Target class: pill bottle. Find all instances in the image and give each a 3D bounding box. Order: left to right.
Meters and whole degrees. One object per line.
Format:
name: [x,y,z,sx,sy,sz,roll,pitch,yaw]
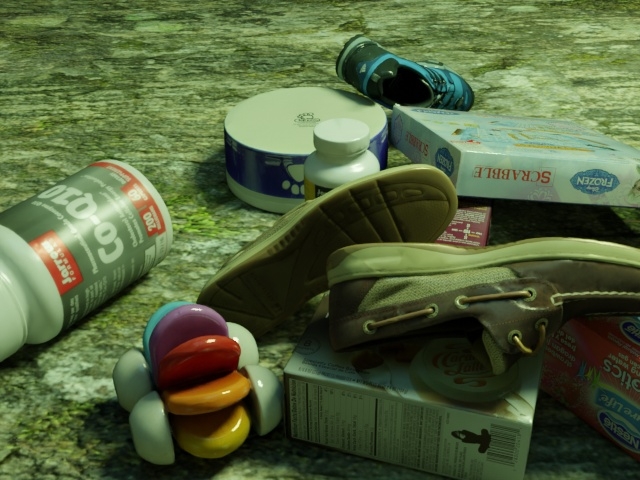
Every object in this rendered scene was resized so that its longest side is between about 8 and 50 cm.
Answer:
pill bottle: [-0.332,0.025,1.036,0.161,0.161,0.283,18,37,28]
pill bottle: [0.029,-0.067,1.147,0.103,0.184,0.103,-1,32,1]

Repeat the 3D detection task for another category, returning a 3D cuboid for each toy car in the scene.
toy car: [-0.132,0.134,0.880,0.159,0.136,0.182,-14,35,-19]

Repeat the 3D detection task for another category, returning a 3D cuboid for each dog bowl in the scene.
dog bowl: [-0.023,-0.151,1.356,0.264,0.104,0.265,-1,32,0]

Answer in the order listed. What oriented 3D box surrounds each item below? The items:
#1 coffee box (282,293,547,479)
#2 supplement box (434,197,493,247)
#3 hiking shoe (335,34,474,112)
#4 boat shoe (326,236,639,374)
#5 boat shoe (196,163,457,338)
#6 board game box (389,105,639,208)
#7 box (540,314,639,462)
coffee box: [0.099,0.152,0.878,0.246,0.098,0.141,10,34,17]
supplement box: [0.169,0.025,1.072,0.080,0.104,0.188,8,34,13]
hiking shoe: [0.165,-0.252,1.458,0.304,0.113,0.132,8,31,-37]
boat shoe: [0.174,0.072,0.823,0.341,0.123,0.123,1,71,4]
boat shoe: [0.000,0.000,1.016,0.341,0.122,0.110,-27,20,9]
board game box: [0.295,-0.127,1.237,0.318,0.066,0.318,3,19,-12]
box: [0.354,0.144,0.859,0.128,0.123,0.257,-21,37,-28]
